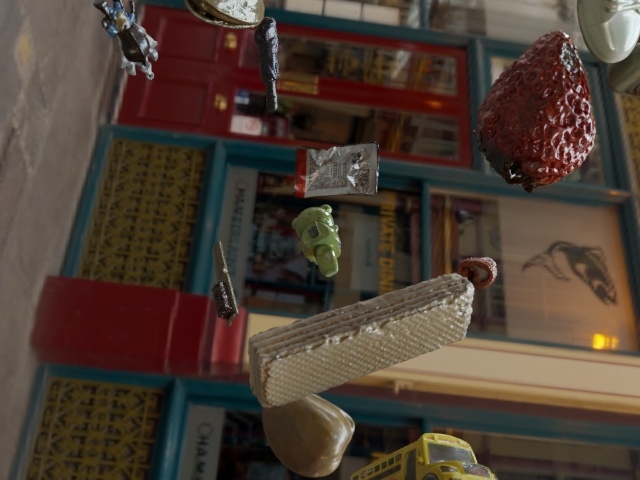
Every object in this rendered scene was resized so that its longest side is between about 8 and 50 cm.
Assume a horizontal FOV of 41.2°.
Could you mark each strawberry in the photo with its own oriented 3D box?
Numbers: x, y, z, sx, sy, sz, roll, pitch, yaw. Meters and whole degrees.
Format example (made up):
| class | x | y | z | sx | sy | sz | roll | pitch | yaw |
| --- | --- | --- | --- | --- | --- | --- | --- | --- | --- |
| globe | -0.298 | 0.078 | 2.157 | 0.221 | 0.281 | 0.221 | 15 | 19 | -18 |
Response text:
| class | x | y | z | sx | sy | sz | roll | pitch | yaw |
| --- | --- | --- | --- | --- | --- | --- | --- | --- | --- |
| strawberry | 0.513 | -0.286 | 1.956 | 0.310 | 0.292 | 0.291 | -42 | -157 | 21 |

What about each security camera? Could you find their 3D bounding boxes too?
| class | x | y | z | sx | sy | sz | roll | pitch | yaw |
| --- | --- | --- | --- | --- | --- | --- | --- | --- | --- |
| security camera | 0.751 | -0.414 | 1.842 | 0.301 | 0.157 | 0.080 | 128 | -40 | -57 |

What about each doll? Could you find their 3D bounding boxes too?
| class | x | y | z | sx | sy | sz | roll | pitch | yaw |
| --- | --- | --- | --- | --- | --- | --- | --- | --- | --- |
| doll | -0.390 | -0.411 | 1.741 | 0.070 | 0.096 | 0.195 | 26 | -30 | 47 |

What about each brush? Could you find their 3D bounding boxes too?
| class | x | y | z | sx | sy | sz | roll | pitch | yaw |
| --- | --- | --- | --- | --- | --- | --- | --- | --- | --- |
| brush | -0.208 | 0.081 | 1.768 | 0.043 | 0.036 | 0.248 | -52 | -148 | 23 |

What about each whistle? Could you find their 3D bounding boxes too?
| class | x | y | z | sx | sy | sz | roll | pitch | yaw |
| --- | --- | --- | --- | --- | --- | --- | --- | --- | --- |
| whistle | 0.000 | 0.000 | 1.985 | 0.085 | 0.105 | 0.227 | 57 | 9 | -45 |

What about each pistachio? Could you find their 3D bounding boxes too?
| class | x | y | z | sx | sy | sz | roll | pitch | yaw |
| --- | --- | --- | --- | --- | --- | --- | --- | --- | --- |
| pistachio | -0.047 | 0.504 | 2.264 | 0.212 | 0.261 | 0.162 | -47 | 157 | -38 |
| pistachio | -0.215 | -0.540 | 1.926 | 0.226 | 0.136 | 0.135 | -9 | 110 | -53 |

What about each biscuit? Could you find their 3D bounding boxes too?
| class | x | y | z | sx | sy | sz | roll | pitch | yaw |
| --- | --- | --- | --- | --- | --- | --- | --- | --- | --- |
| biscuit | 0.079 | 0.170 | 1.512 | 0.078 | 0.426 | 0.144 | 54 | -29 | 43 |

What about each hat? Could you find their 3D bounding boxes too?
| class | x | y | z | sx | sy | sz | roll | pitch | yaw |
| --- | --- | --- | --- | --- | --- | --- | --- | --- | --- |
| hat | 0.464 | 0.079 | 2.461 | 0.162 | 0.112 | 0.093 | -37 | 128 | -60 |

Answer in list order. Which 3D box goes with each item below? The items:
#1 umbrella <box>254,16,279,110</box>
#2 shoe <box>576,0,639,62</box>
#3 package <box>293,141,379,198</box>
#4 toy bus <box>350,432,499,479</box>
| class | x | y | z | sx | sy | sz | roll | pitch | yaw |
| --- | --- | --- | --- | --- | --- | --- | --- | --- | --- |
| umbrella | -0.144 | -0.474 | 2.292 | 0.071 | 0.071 | 0.248 | -93 | -178 | -62 |
| shoe | 0.533 | -0.486 | 1.489 | 0.160 | 0.132 | 0.362 | -118 | -165 | -68 |
| package | 0.045 | -0.190 | 2.325 | 0.030 | 0.239 | 0.154 | -129 | -143 | -62 |
| toy bus | 0.184 | 0.449 | 1.541 | 0.330 | 0.144 | 0.152 | -43 | -142 | 47 |
